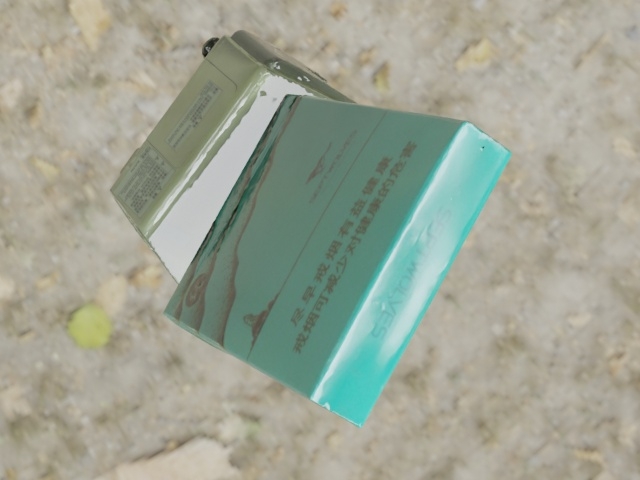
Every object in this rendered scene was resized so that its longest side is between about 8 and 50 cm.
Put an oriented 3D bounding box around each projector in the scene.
[{"bbox_3d":[-0.024,-0.017,1.141,0.193,0.088,0.269,-53,138,6],"label":"projector"}]

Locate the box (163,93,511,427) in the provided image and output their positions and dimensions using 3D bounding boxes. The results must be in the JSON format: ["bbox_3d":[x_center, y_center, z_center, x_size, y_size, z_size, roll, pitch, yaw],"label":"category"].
[{"bbox_3d":[0.000,0.000,0.889,0.042,0.226,0.161,33,84,-25],"label":"box"}]
